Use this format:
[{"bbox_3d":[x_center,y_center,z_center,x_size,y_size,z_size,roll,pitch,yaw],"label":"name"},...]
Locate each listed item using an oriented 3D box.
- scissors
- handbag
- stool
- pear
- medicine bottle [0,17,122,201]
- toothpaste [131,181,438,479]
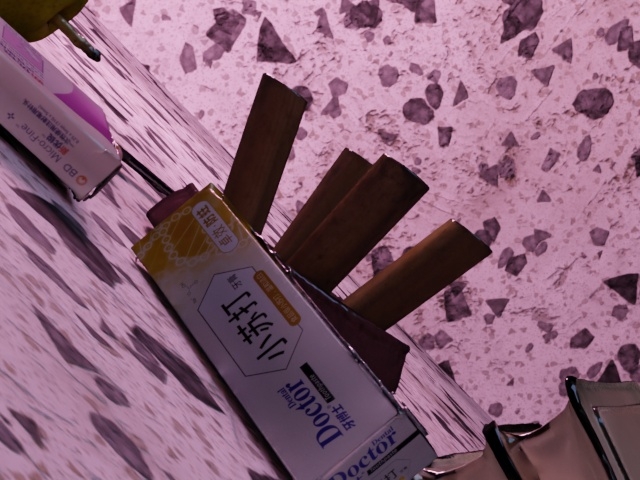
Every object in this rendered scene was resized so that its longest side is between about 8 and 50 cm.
[{"bbox_3d":[-0.212,-0.098,1.567,0.160,0.024,0.317,46,2,35],"label":"scissors"},{"bbox_3d":[0.205,0.240,1.224,0.237,0.160,0.358,62,14,14],"label":"handbag"},{"bbox_3d":[0.000,0.000,1.446,0.272,0.178,0.272,38,-1,1],"label":"stool"},{"bbox_3d":[-0.275,-0.250,1.493,0.216,0.166,0.180,57,-12,3],"label":"pear"},{"bbox_3d":[-0.242,-0.125,1.226,0.201,0.052,0.171,44,4,-19],"label":"medicine bottle"},{"bbox_3d":[-0.032,0.074,1.141,0.071,0.089,0.313,53,-3,-41],"label":"toothpaste"}]
